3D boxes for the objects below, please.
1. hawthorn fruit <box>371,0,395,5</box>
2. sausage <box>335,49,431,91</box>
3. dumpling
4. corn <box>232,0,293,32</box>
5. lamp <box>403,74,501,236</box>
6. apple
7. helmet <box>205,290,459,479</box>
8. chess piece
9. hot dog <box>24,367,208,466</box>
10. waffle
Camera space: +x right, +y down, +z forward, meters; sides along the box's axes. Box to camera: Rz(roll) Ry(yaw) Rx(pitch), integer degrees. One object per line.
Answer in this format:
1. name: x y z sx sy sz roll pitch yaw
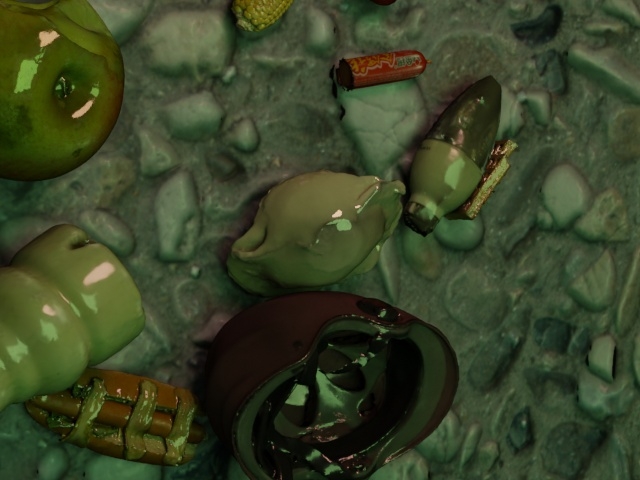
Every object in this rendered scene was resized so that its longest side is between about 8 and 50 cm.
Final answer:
1. hawthorn fruit: 0.074 -0.358 2.035 0.093 0.093 0.093 -4 98 -29
2. sausage: 0.093 -0.236 2.077 0.145 0.050 0.048 -12 107 -29
3. dumpling: 0.000 0.000 2.005 0.258 0.147 0.193 -24 145 -1
4. corn: -0.044 -0.353 1.975 0.067 0.067 0.206 46 72 -26
5. lamp: 0.188 -0.121 2.116 0.101 0.101 0.250 37 75 -28
6. apple: -0.338 -0.191 1.737 0.246 0.226 0.246 -5 100 -31
7. helmet: -0.007 0.179 1.982 0.338 0.197 0.271 -12 124 -34
8. chess piece: -0.414 0.162 1.723 0.442 0.234 0.234 -40 114 -32
9. hot dog: -0.259 0.220 1.921 0.269 0.072 0.109 18 85 -31
10. waffle: 0.230 -0.086 2.149 0.021 0.092 0.135 37 80 -15
